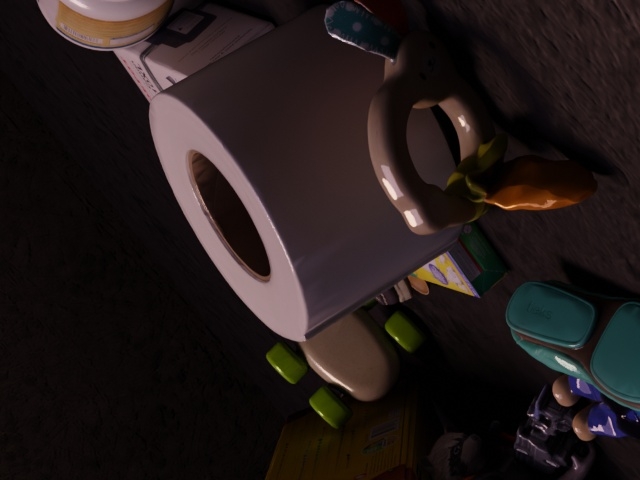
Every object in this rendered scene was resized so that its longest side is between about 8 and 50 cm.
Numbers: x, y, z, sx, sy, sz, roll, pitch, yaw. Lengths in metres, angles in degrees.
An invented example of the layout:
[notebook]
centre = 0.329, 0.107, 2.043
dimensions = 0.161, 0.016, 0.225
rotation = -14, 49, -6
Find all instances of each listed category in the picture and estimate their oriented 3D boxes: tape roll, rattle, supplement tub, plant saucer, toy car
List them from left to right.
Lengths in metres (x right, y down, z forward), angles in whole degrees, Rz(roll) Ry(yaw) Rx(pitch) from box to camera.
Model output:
[supplement tub]
centre = -0.202, -0.270, 1.608
dimensions = 0.144, 0.144, 0.200
rotation = 49, 168, -2
[tape roll]
centre = -0.013, -0.059, 1.446
dimensions = 0.246, 0.169, 0.246
rotation = 50, 161, 24
[toy car]
centre = 0.045, 0.141, 2.058
dimensions = 0.149, 0.155, 0.188
rotation = 45, 180, 17
[plant saucer]
centre = 0.092, 0.022, 1.790
dimensions = 0.083, 0.015, 0.083
rotation = 47, 169, 12
[rattle]
centre = 0.099, -0.110, 1.228
dimensions = 0.143, 0.130, 0.199
rotation = -7, 98, 63

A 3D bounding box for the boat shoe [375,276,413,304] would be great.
[boat shoe]
centre = 0.000, 0.000, 1.810
dimensions = 0.285, 0.092, 0.102
rotation = 45, 164, 48

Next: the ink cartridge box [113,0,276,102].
[ink cartridge box]
centre = -0.097, -0.150, 1.717
dimensions = 0.172, 0.100, 0.237
rotation = 56, 166, -30

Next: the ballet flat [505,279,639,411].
[ballet flat]
centre = 0.244, 0.087, 1.339
dimensions = 0.087, 0.083, 0.247
rotation = 27, 179, -28

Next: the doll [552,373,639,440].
[doll]
centre = 0.275, 0.146, 1.450
dimensions = 0.129, 0.046, 0.189
rotation = 59, 161, -6

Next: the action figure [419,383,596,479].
[action figure]
centre = 0.243, 0.294, 1.748
dimensions = 0.330, 0.178, 0.341
rotation = 33, 163, 25

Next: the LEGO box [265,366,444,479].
[LEGO box]
centre = 0.091, 0.403, 1.970
dimensions = 0.500, 0.193, 0.372
rotation = -63, -49, -80

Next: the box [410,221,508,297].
[box]
centre = 0.099, -0.008, 1.608
dimensions = 0.105, 0.043, 0.179
rotation = 54, 169, -18
